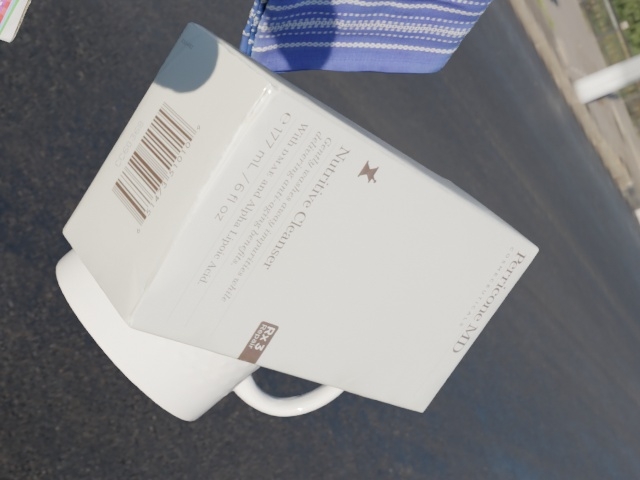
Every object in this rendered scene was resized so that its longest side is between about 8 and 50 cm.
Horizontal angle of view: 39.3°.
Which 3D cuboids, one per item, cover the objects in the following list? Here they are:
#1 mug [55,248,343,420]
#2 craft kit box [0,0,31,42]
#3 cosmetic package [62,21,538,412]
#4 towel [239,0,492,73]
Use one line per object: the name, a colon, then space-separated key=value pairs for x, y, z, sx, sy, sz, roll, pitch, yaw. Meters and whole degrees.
mug: x=-0.096 y=0.061 z=1.178 sx=0.374 sy=0.328 sz=0.276 roll=49 pitch=0 yaw=-3
craft kit box: x=-0.319 y=-0.234 z=0.572 sx=0.249 sy=0.061 sz=0.247 roll=18 pitch=19 yaw=-32
cosmetic package: x=0.000 y=0.000 z=0.805 sx=0.385 sy=0.217 sz=0.156 roll=23 pitch=14 yaw=-43
towel: x=0.068 y=-0.247 z=0.853 sx=0.336 sy=0.243 sz=0.040 roll=130 pitch=-43 yaw=-66
